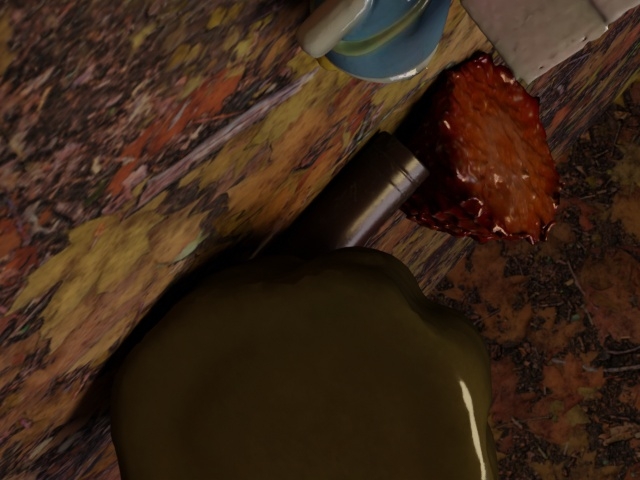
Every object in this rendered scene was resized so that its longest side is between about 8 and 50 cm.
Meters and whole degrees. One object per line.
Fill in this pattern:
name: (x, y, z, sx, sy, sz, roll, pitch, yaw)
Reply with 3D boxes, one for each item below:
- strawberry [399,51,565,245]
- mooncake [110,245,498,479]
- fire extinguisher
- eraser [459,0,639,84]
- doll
strawberry: (0.159, -0.093, 1.424, 0.178, 0.234, 0.234, -19, -171, 40)
mooncake: (-0.004, 0.186, 1.204, 0.378, 0.378, 0.201, -50, 179, 14)
fire extinguisher: (0.000, 0.000, 1.327, 0.268, 0.072, 0.089, -47, -154, 1)
eraser: (0.219, -0.216, 0.730, 0.287, 0.086, 0.130, -33, -168, 31)
doll: (0.049, -0.181, 0.799, 0.135, 0.099, 0.241, -4, 157, -8)
